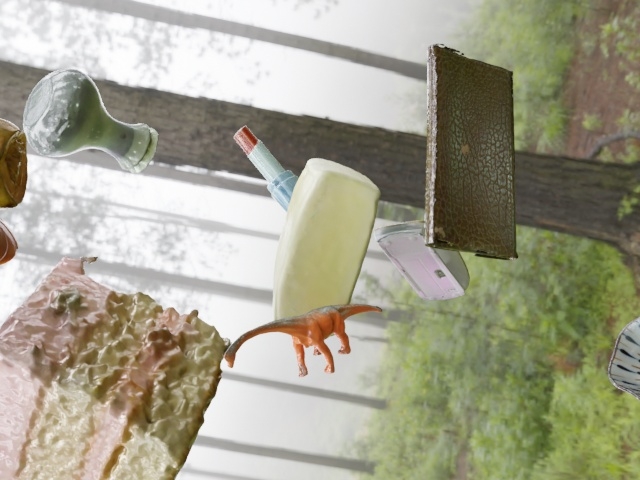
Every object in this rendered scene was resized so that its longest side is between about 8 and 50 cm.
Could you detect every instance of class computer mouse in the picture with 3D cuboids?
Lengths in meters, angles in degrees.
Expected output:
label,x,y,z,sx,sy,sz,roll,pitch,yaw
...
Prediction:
label,x,y,z,sx,sy,sz,roll,pitch,yaw
computer mouse,0.191,0.033,1.381,0.245,0.126,0.056,48,-138,-41

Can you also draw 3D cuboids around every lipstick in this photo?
label,x,y,z,sx,sy,sz,roll,pitch,yaw
lipstick,-0.081,-0.119,1.460,0.061,0.274,0.068,-45,-11,29

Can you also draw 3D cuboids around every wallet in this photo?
label,x,y,z,sx,sy,sz,roll,pitch,yaw
wallet,0.178,-0.103,0.881,0.039,0.133,0.243,-18,67,60

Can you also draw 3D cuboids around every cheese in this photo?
label,x,y,z,sx,sy,sz,roll,pitch,yaw
cheese,0.000,0.000,1.172,0.265,0.124,0.242,-105,27,-80

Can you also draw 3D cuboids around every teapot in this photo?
label,x,y,z,sx,sy,sz,roll,pitch,yaw
teapot,-0.465,-0.230,1.511,0.183,0.251,0.183,-17,62,37

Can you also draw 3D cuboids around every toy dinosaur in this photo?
label,x,y,z,sx,sy,sz,roll,pitch,yaw
toy dinosaur,-0.016,0.131,0.983,0.280,0.055,0.101,-25,-73,-49

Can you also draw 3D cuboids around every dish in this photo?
label,x,y,z,sx,sy,sz,roll,pitch,yaw
dish,0.516,0.174,1.063,0.191,0.066,0.190,-37,22,18

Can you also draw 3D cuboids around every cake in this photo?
label,x,y,z,sx,sy,sz,roll,pitch,yaw
cake,-0.340,0.244,1.099,0.293,0.307,0.314,-59,7,18

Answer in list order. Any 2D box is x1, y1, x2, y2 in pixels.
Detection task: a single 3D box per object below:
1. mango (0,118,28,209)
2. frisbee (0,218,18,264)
label,x,y,z,sx,sy,sz,roll,pitch,yaw
mango,-0.528,-0.058,0.911,0.187,0.359,0.144,59,180,-3
frisbee,-0.564,-0.030,1.160,0.035,0.192,0.192,-54,13,16
